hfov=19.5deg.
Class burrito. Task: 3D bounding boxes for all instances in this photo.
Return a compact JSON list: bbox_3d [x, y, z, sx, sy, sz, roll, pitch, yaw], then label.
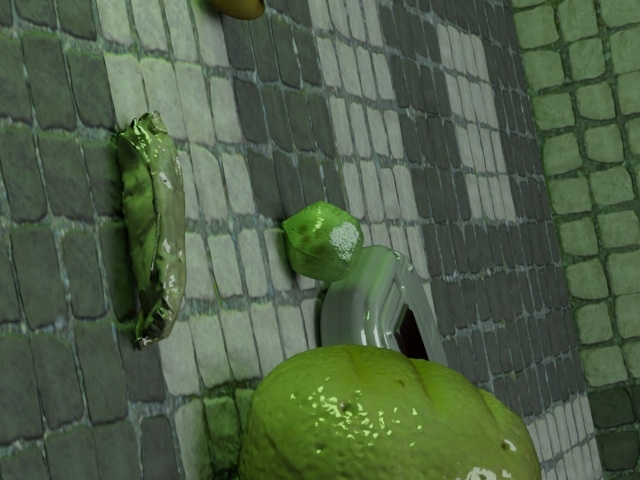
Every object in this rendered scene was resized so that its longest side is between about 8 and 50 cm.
[{"bbox_3d":[-0.151,-0.017,1.668,0.063,0.058,0.230,40,42,-59],"label":"burrito"}]

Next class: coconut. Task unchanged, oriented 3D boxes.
[{"bbox_3d":[0.000,0.000,2.076,0.088,0.096,0.088,-160,-90,-88],"label":"coconut"}]

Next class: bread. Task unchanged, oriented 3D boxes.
[{"bbox_3d":[-0.100,-0.274,1.981,0.082,0.056,0.115,61,0,9],"label":"bread"},{"bbox_3d":[0.069,0.228,1.790,0.320,0.320,0.237,-33,126,-71],"label":"bread"}]

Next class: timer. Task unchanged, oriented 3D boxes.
[{"bbox_3d":[0.084,0.148,2.228,0.237,0.087,0.262,-67,141,-60],"label":"timer"}]
